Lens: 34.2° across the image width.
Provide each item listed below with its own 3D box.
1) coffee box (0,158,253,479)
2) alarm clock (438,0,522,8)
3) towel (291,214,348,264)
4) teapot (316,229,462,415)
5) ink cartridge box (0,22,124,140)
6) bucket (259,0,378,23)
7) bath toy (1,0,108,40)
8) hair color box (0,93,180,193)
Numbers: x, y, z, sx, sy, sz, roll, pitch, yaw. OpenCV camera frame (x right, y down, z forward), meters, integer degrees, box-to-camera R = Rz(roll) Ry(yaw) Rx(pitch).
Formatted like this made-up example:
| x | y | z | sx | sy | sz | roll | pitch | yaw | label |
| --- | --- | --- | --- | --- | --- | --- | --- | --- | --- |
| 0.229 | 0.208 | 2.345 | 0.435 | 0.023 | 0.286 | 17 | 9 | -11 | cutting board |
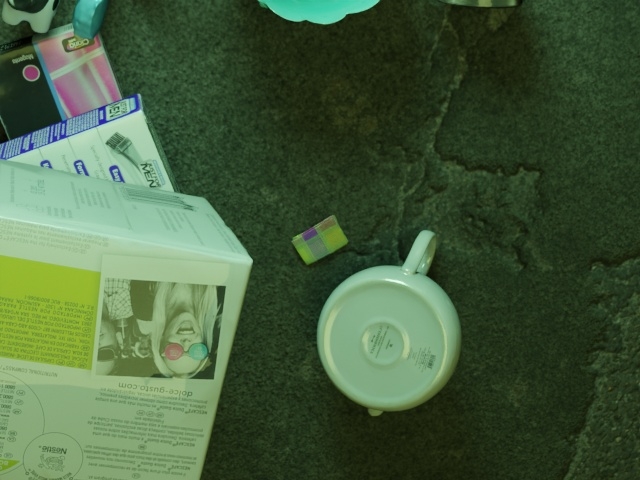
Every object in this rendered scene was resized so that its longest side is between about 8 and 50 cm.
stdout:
| x | y | z | sx | sy | sz | roll | pitch | yaw | label |
| --- | --- | --- | --- | --- | --- | --- | --- | --- | --- |
| -0.313 | 0.108 | 1.319 | 0.338 | 0.337 | 0.334 | 10 | 102 | -18 | coffee box |
| 0.219 | -0.385 | 1.555 | 0.192 | 0.129 | 0.064 | 2 | 111 | 9 | alarm clock |
| 0.000 | 0.000 | 1.724 | 0.083 | 0.009 | 0.060 | -31 | 115 | 2 | towel |
| 0.124 | 0.148 | 1.723 | 0.256 | 0.187 | 0.252 | -28 | 88 | 18 | teapot |
| -0.361 | -0.132 | 1.566 | 0.176 | 0.069 | 0.370 | -19 | 117 | -4 | ink cartridge box |
| -0.010 | -0.451 | 1.443 | 0.281 | 0.183 | 0.281 | -4 | 112 | -11 | bucket |
| -0.451 | -0.386 | 1.391 | 0.348 | 0.151 | 0.129 | 11 | 133 | -17 | bath toy |
| -0.382 | -0.061 | 1.496 | 0.339 | 0.110 | 0.185 | -20 | 115 | -2 | hair color box |
